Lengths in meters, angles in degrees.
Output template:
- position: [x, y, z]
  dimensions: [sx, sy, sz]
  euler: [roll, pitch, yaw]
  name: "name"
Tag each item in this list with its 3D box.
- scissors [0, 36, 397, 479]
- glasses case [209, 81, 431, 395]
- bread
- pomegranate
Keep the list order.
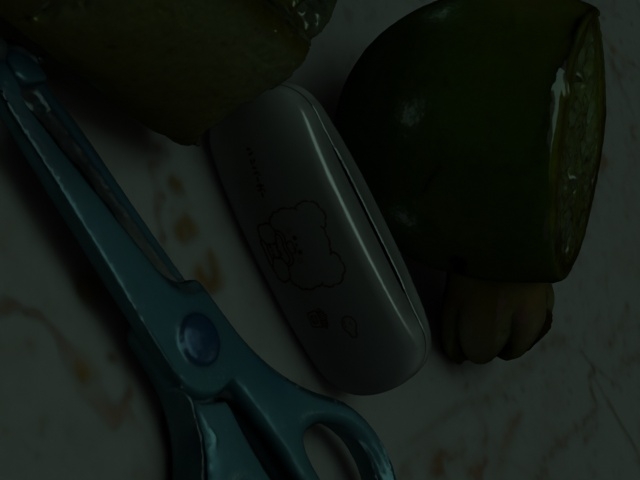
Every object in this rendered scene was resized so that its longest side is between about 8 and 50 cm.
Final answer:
- position: [-0.072, 0.065, 0.893]
  dimensions: [0.393, 0.032, 0.180]
  euler: [58, 37, -15]
  name: "scissors"
- position: [0.000, 0.000, 0.985]
  dimensions: [0.193, 0.074, 0.049]
  euler: [64, 32, -7]
  name: "glasses case"
- position: [-0.099, -0.170, 0.895]
  dimensions: [0.257, 0.124, 0.186]
  euler: [24, 45, -47]
  name: "bread"
- position: [0.097, -0.050, 1.085]
  dimensions: [0.241, 0.159, 0.190]
  euler: [69, 32, -51]
  name: "pomegranate"
